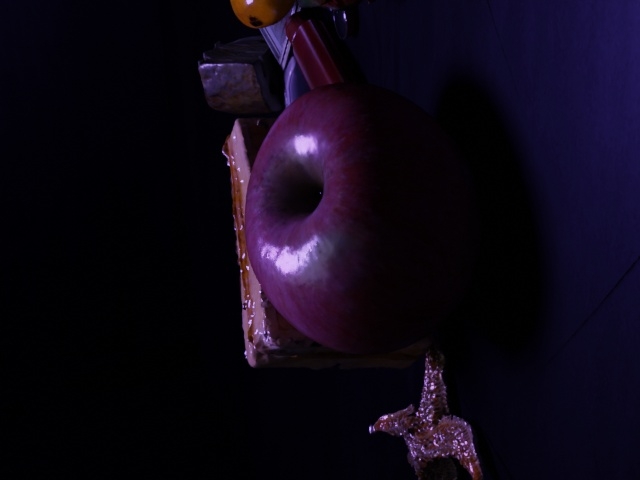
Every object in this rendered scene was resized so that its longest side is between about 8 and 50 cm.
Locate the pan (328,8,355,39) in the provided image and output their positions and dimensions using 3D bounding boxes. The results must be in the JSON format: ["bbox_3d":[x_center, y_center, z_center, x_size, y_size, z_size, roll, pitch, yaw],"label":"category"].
[{"bbox_3d":[0.031,-0.360,2.045,0.115,0.023,0.068,-124,26,-53],"label":"pan"}]

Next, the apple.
[{"bbox_3d":[0.066,-0.025,1.653,0.344,0.269,0.345,-23,58,42],"label":"apple"}]

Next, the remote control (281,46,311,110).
[{"bbox_3d":[-0.034,-0.204,2.374,0.109,0.055,0.313,-102,6,-56],"label":"remote control"}]

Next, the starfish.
[{"bbox_3d":[0.148,0.286,1.924,0.293,0.084,0.301,103,149,-56],"label":"starfish"}]

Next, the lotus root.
[{"bbox_3d":[-0.134,-0.301,2.384,0.235,0.119,0.138,-50,-48,-68],"label":"lotus root"}]

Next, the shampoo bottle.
[{"bbox_3d":[0.003,-0.286,2.128,0.260,0.064,0.102,-115,20,-46],"label":"shampoo bottle"}]

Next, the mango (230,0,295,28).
[{"bbox_3d":[-0.090,-0.468,2.188,0.157,0.109,0.262,-39,39,49],"label":"mango"}]

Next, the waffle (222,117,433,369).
[{"bbox_3d":[0.000,0.000,1.863,0.114,0.261,0.376,118,147,-58],"label":"waffle"}]

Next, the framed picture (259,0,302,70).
[{"bbox_3d":[-0.080,-0.459,2.326,0.274,0.017,0.217,-118,37,-51],"label":"framed picture"}]

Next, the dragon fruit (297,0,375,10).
[{"bbox_3d":[0.019,-0.398,1.775,0.188,0.182,0.182,-5,95,58],"label":"dragon fruit"}]
